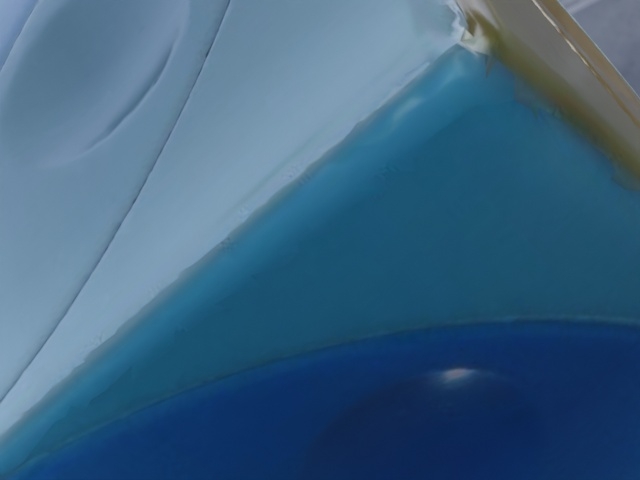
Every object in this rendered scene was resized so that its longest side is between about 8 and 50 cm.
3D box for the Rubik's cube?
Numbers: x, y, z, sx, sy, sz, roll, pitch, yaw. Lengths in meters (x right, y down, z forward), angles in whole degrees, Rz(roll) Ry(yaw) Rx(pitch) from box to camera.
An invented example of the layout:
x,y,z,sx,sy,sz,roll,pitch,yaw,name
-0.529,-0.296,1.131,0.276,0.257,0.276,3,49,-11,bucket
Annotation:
x,y,z,sx,sy,sz,roll,pitch,yaw,name
0.000,0.000,0.918,0.351,0.352,0.347,-42,39,16,Rubik's cube
